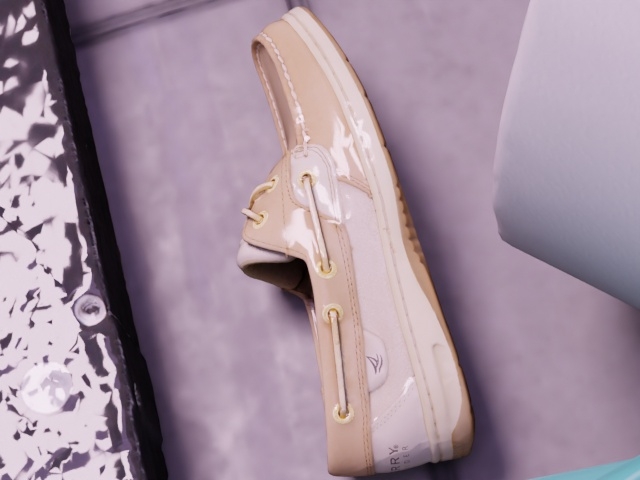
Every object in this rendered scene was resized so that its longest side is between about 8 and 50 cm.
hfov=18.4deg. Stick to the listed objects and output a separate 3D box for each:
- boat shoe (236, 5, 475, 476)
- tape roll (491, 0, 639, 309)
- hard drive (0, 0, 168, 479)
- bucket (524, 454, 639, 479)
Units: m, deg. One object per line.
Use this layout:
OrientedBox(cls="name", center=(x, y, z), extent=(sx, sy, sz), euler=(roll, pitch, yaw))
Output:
OrientedBox(cls="boat shoe", center=(0.000, 0.000, 0.670), extent=(0.059, 0.063, 0.170), euler=(-17, 69, -5))
OrientedBox(cls="tape roll", center=(0.159, -0.105, 0.571), extent=(0.100, 0.286, 0.286), euler=(27, 76, 17))
OrientedBox(cls="hard drive", center=(-0.200, -0.030, 0.708), extent=(0.237, 0.064, 0.339), euler=(-16, 69, 1))
OrientedBox(cls="bucket", center=(0.090, 0.175, 0.446), extent=(0.183, 0.281, 0.281), euler=(-6, 69, 5))
